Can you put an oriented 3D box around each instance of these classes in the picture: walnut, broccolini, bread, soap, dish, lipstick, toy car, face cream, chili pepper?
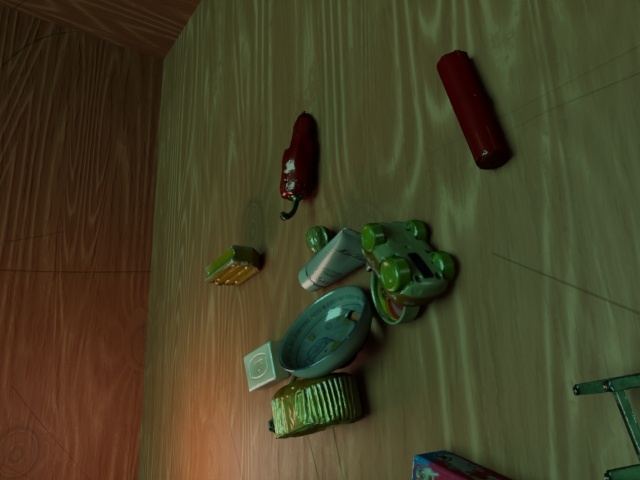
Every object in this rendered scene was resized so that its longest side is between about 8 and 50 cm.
[{"bbox_3d":[0.000,0.000,1.346,0.092,0.092,0.092,-16,70,53],"label":"walnut"},{"bbox_3d":[-0.105,0.497,1.440,0.218,0.044,0.042,-65,23,14],"label":"broccolini"},{"bbox_3d":[-0.014,0.416,1.198,0.250,0.179,0.133,-38,58,42],"label":"bread"},{"bbox_3d":[-0.176,0.407,1.528,0.183,0.064,0.121,-40,54,44],"label":"soap"},{"bbox_3d":[0.040,0.255,1.192,0.273,0.134,0.273,-36,21,16],"label":"dish"},{"bbox_3d":[0.312,-0.273,0.975,0.073,0.073,0.279,-39,52,44],"label":"lipstick"},{"bbox_3d":[0.169,0.081,1.065,0.235,0.145,0.235,175,90,-67],"label":"toy car"},{"bbox_3d":[0.044,0.050,1.251,0.314,0.143,0.089,-41,35,50],"label":"face cream"},{"bbox_3d":[-0.070,-0.240,1.485,0.110,0.110,0.387,-15,66,53],"label":"chili pepper"},{"bbox_3d":[-0.311,0.096,1.716,0.232,0.140,0.073,-34,56,47],"label":"soap"}]

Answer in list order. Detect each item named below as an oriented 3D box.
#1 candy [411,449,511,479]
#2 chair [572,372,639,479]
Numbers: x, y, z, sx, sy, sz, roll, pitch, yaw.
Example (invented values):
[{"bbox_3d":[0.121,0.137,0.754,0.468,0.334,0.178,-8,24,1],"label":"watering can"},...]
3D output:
[{"bbox_3d":[0.295,0.495,0.813,0.306,0.100,0.157,-2,80,56],"label":"candy"},{"bbox_3d":[0.492,0.217,0.587,0.271,0.147,0.136,-14,67,6],"label":"chair"}]
